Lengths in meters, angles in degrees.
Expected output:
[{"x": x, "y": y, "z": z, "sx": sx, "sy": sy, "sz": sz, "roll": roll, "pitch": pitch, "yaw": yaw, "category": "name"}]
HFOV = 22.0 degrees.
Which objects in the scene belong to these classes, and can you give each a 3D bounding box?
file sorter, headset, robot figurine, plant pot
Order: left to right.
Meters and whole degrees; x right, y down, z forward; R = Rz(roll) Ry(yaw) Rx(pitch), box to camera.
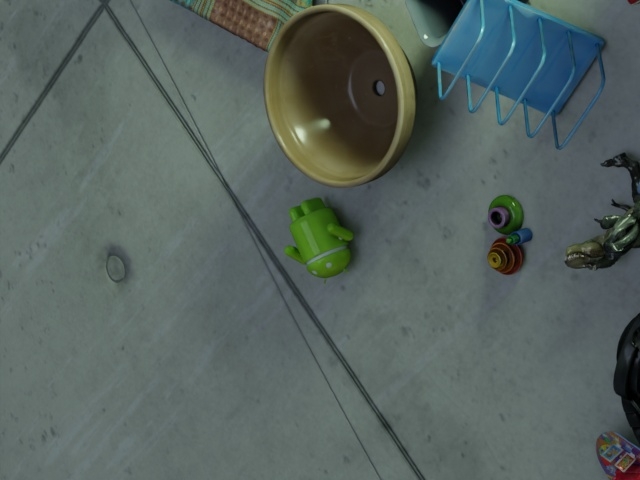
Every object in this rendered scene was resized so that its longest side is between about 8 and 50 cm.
[{"x": 0.000, "y": 0.000, "z": 2.270, "sx": 0.101, "sy": 0.067, "sz": 0.115, "roll": -28, "pitch": 82, "yaw": 37, "category": "robot figurine"}, {"x": 0.047, "y": -0.194, "z": 2.148, "sx": 0.237, "sy": 0.110, "sz": 0.237, "roll": 14, "pitch": 111, "yaw": 39, "category": "plant pot"}, {"x": 0.232, "y": -0.196, "z": 1.924, "sx": 0.170, "sy": 0.104, "sz": 0.118, "roll": 21, "pitch": 126, "yaw": -14, "category": "file sorter"}, {"x": 0.422, "y": 0.133, "z": 1.845, "sx": 0.243, "sy": 0.185, "sz": 0.394, "roll": -8, "pitch": 107, "yaw": 43, "category": "headset"}]

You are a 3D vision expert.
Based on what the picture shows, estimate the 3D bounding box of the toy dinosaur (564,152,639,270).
[{"x": 0.389, "y": -0.055, "z": 1.915, "sx": 0.268, "sy": 0.064, "sz": 0.118, "roll": -27, "pitch": 86, "yaw": 38, "category": "toy dinosaur"}]

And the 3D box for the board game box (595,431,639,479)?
[{"x": 0.388, "y": 0.304, "z": 1.979, "sx": 0.169, "sy": 0.033, "sz": 0.133, "roll": 35, "pitch": 155, "yaw": 31, "category": "board game box"}]

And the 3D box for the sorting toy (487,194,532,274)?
[{"x": 0.230, "y": -0.004, "z": 2.078, "sx": 0.061, "sy": 0.042, "sz": 0.102, "roll": 0, "pitch": 101, "yaw": 42, "category": "sorting toy"}]

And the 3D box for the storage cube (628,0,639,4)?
[{"x": 0.407, "y": -0.377, "z": 1.703, "sx": 0.215, "sy": 0.184, "sz": 0.193, "roll": -23, "pitch": 86, "yaw": 54, "category": "storage cube"}]

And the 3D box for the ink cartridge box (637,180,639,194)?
[{"x": 0.560, "y": -0.080, "z": 1.666, "sx": 0.395, "sy": 0.151, "sz": 0.270, "roll": 31, "pitch": 122, "yaw": 20, "category": "ink cartridge box"}]

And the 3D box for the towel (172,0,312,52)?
[{"x": -0.093, "y": -0.459, "z": 2.253, "sx": 0.271, "sy": 0.040, "sz": 0.370, "roll": 32, "pitch": 121, "yaw": 33, "category": "towel"}]

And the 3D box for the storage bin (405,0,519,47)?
[{"x": 0.183, "y": -0.305, "z": 2.008, "sx": 0.135, "sy": 0.091, "sz": 0.098, "roll": -28, "pitch": 82, "yaw": 42, "category": "storage bin"}]
